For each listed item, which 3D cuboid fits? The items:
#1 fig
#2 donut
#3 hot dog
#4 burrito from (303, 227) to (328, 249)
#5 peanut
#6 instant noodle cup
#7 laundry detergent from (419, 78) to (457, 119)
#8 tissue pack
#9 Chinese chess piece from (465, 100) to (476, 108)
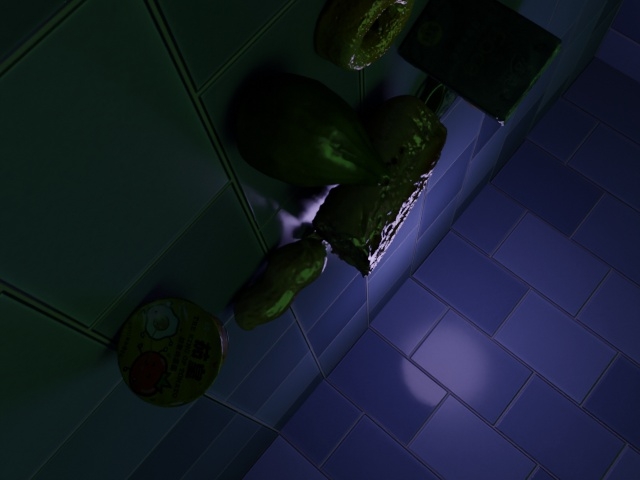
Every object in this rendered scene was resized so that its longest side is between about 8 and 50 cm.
[{"bbox_3d":[-0.012,-0.163,0.992,0.167,0.233,0.167,-172,-90,-77],"label":"fig"},{"bbox_3d":[0.077,-0.351,1.034,0.190,0.074,0.174,-51,164,-1],"label":"donut"},{"bbox_3d":[0.129,-0.133,1.448,0.365,0.196,0.367,-54,172,-8],"label":"hot dog"},{"bbox_3d":[-0.002,-0.001,1.636,0.051,0.042,0.171,-51,167,8],"label":"burrito"},{"bbox_3d":[-0.092,0.096,1.482,0.263,0.117,0.101,-49,-160,0],"label":"peanut"},{"bbox_3d":[-0.246,0.190,1.164,0.182,0.182,0.144,-52,174,-1],"label":"instant noodle cup"},{"bbox_3d":[0.268,-0.329,1.638,0.211,0.063,0.137,-54,160,17],"label":"laundry detergent"},{"bbox_3d":[0.311,-0.373,1.298,0.185,0.257,0.081,-56,166,14],"label":"tissue pack"},{"bbox_3d":[0.494,-0.483,1.851,0.250,0.103,0.250,-45,161,-20],"label":"Chinese chess piece"}]
